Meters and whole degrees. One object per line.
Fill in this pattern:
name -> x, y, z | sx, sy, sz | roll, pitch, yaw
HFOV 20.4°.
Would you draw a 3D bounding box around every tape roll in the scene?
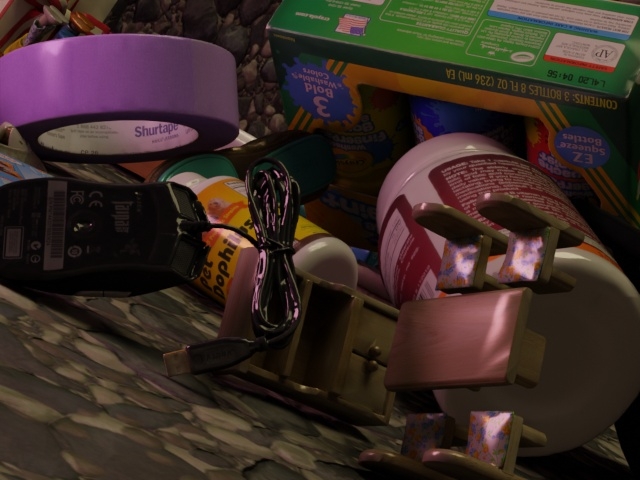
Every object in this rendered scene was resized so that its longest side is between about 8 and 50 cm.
tape roll -> -0.231, -0.156, 2.018 | 0.275, 0.090, 0.275 | -4, -10, -1

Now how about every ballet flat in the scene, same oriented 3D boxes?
ballet flat -> -0.353, -0.110, 1.895 | 0.168, 0.052, 0.057 | 23, 7, -38
ballet flat -> -0.120, -0.056, 2.058 | 0.124, 0.116, 0.342 | -13, 8, 37

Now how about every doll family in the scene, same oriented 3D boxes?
doll family -> -0.394, -0.249, 2.480 | 0.118, 0.163, 0.263 | 46, 14, 7

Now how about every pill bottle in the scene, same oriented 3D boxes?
pill bottle -> 0.184, 0.039, 1.865 | 0.224, 0.224, 0.392 | 25, 17, -19
pill bottle -> -0.073, 0.011, 1.767 | 0.215, 0.117, 0.117 | 31, 6, 36

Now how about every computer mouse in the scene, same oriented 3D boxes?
computer mouse -> -0.139, 0.033, 1.385 | 0.262, 0.184, 0.060 | -5, -31, -6

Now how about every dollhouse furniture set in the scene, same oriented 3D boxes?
dollhouse furniture set -> 0.055, 0.073, 1.384 | 0.161, 0.212, 0.242 | 26, -21, -33

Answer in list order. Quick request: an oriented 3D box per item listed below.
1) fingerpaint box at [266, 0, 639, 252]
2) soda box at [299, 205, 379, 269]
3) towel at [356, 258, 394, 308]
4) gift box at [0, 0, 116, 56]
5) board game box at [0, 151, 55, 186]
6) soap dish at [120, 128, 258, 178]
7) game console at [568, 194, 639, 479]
fingerpaint box -> 0.186, -0.129, 2.153 | 0.445, 0.163, 0.371 | 14, -38, 21
soda box -> 0.000, 0.000, 2.488 | 0.210, 0.067, 0.071 | 31, 7, 34
towel -> 0.049, 0.049, 2.176 | 0.317, 0.053, 0.332 | 27, 0, -21
gift box -> -0.464, -0.346, 2.614 | 0.258, 0.276, 0.255 | 26, -9, 23
board game box -> -0.260, -0.031, 1.680 | 0.160, 0.039, 0.211 | 25, 6, -22
soap dish -> -0.207, -0.136, 2.498 | 0.291, 0.118, 0.229 | 27, 5, 5
game console -> 0.356, 0.133, 1.886 | 0.060, 0.342, 0.386 | -16, 10, -3
